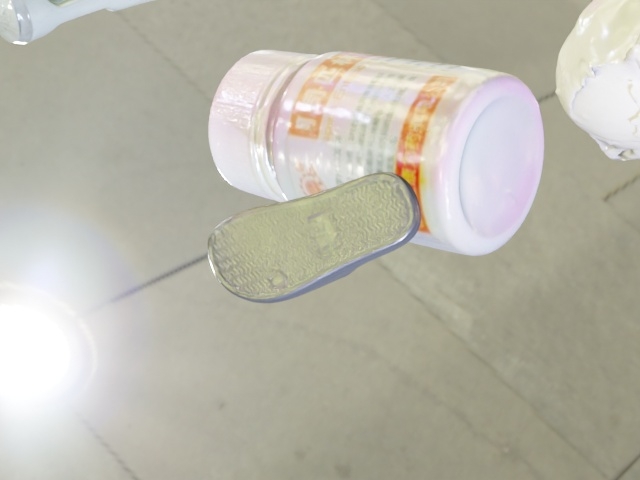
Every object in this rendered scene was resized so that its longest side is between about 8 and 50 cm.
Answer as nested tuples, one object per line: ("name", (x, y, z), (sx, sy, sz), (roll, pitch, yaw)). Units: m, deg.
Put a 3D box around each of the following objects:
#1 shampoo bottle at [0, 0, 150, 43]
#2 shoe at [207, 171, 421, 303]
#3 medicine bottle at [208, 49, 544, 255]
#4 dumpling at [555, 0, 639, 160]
("shampoo bottle", (-0.280, -0.267, 1.277), (0.234, 0.087, 0.118), (-26, 62, -29))
("shoe", (0.000, 0.000, 1.360), (0.093, 0.241, 0.108), (12, 59, -72))
("medicine bottle", (0.062, -0.121, 1.533), (0.388, 0.219, 0.219), (15, 23, 40))
("dumpling", (0.218, -0.129, 0.827), (0.108, 0.188, 0.127), (15, 67, 11))
